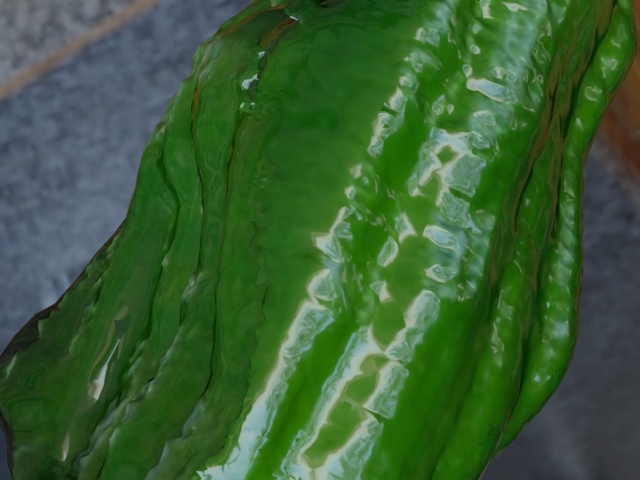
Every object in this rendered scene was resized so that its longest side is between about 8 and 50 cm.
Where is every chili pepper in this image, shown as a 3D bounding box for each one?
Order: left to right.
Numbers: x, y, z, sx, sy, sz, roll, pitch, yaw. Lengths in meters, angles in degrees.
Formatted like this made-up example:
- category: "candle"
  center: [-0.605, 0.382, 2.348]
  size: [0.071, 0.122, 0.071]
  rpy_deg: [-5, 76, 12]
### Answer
- category: "chili pepper"
  center: [0.007, 0.007, 0.669]
  size: [0.167, 0.385, 0.213]
  rpy_deg: [31, 154, -10]
